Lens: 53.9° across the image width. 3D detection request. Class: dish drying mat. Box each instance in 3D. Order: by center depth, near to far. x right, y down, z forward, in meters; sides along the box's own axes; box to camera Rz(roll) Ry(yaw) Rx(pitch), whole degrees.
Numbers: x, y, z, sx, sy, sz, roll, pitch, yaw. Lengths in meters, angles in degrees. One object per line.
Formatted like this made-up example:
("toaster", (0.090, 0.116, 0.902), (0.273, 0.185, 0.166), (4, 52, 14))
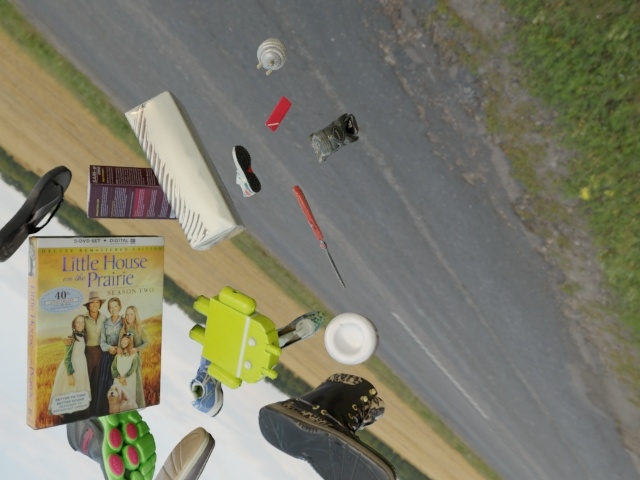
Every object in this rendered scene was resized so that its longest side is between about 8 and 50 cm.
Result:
("dish drying mat", (-0.099, -0.300, 1.495), (0.032, 0.083, 0.008), (37, 168, -32))

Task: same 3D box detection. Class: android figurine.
("android figurine", (-0.203, 0.239, 1.513), (0.272, 0.248, 0.056), (25, -157, 28))

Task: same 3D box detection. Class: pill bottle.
("pill bottle", (0.082, 0.240, 1.535), (0.121, 0.121, 0.221), (35, 177, 12))

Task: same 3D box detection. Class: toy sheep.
("toy sheep", (-0.134, -0.511, 1.741), (0.091, 0.091, 0.132), (46, -155, -39))

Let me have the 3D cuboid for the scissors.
("scissors", (0.000, 0.000, 1.538), (0.109, 0.021, 0.297), (-112, -2, -81))

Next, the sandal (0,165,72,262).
("sandal", (-0.617, -0.053, 1.373), (0.054, 0.254, 0.097), (26, 153, 2))

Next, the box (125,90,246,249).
("box", (-0.243, -0.123, 1.152), (0.275, 0.094, 0.113), (62, -179, 4))

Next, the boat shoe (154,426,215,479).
("boat shoe", (-0.279, 0.499, 1.222), (0.092, 0.285, 0.103), (33, 176, -21))

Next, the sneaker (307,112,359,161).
("sneaker", (0.037, -0.280, 1.723), (0.087, 0.130, 0.227), (63, 173, -4))

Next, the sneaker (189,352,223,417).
("sneaker", (-0.321, 0.390, 1.771), (0.081, 0.080, 0.211), (29, -151, -33))

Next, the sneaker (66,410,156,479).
("sneaker", (-0.664, 0.604, 1.955), (0.185, 0.202, 0.483), (1, -136, -47))

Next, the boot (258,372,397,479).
("boot", (0.071, 0.458, 1.535), (0.377, 0.138, 0.284), (15, -161, 35))

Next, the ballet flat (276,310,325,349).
("ballet flat", (-0.071, 0.254, 1.711), (0.070, 0.188, 0.070), (58, -172, -14))

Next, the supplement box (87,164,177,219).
("supplement box", (-0.474, -0.121, 1.625), (0.130, 0.239, 0.073), (116, 146, -45))

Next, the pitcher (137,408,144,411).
("pitcher", (-0.669, 0.543, 2.188), (0.125, 0.177, 0.207), (52, 143, 17))

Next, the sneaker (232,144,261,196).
("sneaker", (-0.241, -0.208, 1.927), (0.075, 0.057, 0.161), (-27, 85, 45))

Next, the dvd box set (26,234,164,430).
("dvd box set", (-0.512, 0.197, 1.457), (0.307, 0.421, 0.062), (0, -176, -43))
